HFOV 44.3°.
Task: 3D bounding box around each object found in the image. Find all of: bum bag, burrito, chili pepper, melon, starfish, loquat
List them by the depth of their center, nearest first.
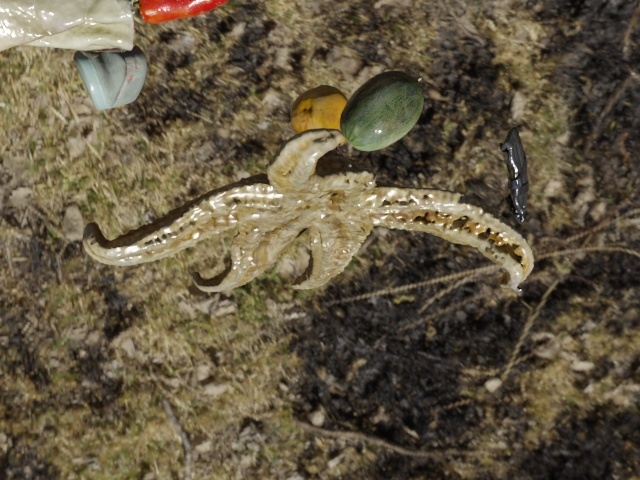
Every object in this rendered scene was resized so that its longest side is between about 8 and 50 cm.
[{"bbox_3d":[0.002,-0.010,0.624,0.326,0.375,0.094,-1,75,9],"label":"starfish"},{"bbox_3d":[-0.430,-0.353,1.121,0.331,0.135,0.190,-7,72,-23],"label":"burrito"},{"bbox_3d":[0.109,-0.227,1.351,0.167,0.114,0.114,-40,121,3],"label":"melon"},{"bbox_3d":[-0.231,-0.419,1.352,0.272,0.063,0.071,-11,160,8],"label":"chili pepper"},{"bbox_3d":[0.367,-0.127,1.493,0.049,0.087,0.198,0,127,24],"label":"bum bag"},{"bbox_3d":[0.006,-0.240,1.563,0.113,0.137,0.137,-7,127,31],"label":"loquat"}]

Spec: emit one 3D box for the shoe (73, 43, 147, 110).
[{"bbox_3d":[-0.337,-0.280,1.316,0.100,0.251,0.103,-17,101,-1],"label":"shoe"}]
